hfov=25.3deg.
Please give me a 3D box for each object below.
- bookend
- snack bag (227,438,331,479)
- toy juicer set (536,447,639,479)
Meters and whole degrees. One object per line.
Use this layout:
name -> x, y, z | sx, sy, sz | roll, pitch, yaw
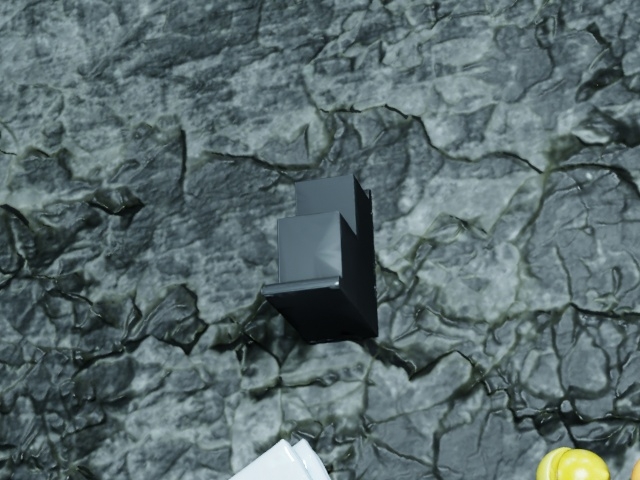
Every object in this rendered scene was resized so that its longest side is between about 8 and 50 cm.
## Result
bookend -> 0.000, 0.000, 1.347 | 0.072, 0.157, 0.156 | -7, 68, 13
snack bag -> -0.067, 0.399, 1.258 | 0.323, 0.037, 0.342 | -36, 64, 9
toy juicer set -> 0.204, 0.282, 1.213 | 0.329, 0.089, 0.209 | -21, 65, 8
